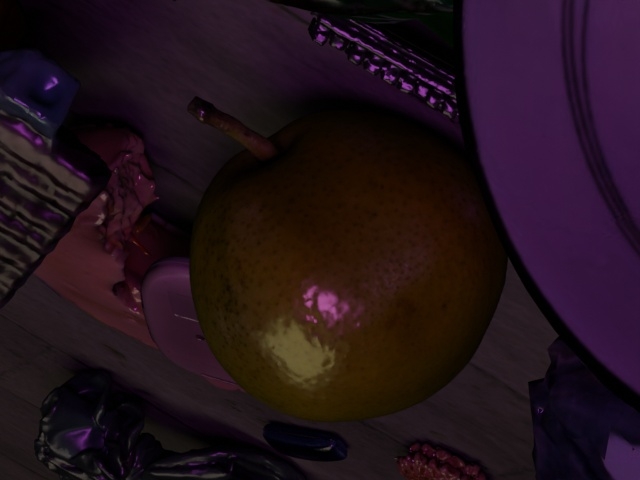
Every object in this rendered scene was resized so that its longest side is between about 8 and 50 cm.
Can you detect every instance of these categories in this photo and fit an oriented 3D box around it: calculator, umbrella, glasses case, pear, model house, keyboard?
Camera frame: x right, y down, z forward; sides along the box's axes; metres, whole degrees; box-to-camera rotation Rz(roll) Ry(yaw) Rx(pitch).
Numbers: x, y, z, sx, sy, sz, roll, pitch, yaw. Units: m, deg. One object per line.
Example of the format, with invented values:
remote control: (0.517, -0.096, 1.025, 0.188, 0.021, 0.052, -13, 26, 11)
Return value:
calculator: (-0.067, 0.060, 1.172, 0.103, 0.024, 0.166, 14, 150, 15)
umbrella: (-0.107, 0.236, 1.711, 0.349, 0.094, 0.143, 23, 151, 3)
glasses case: (-0.014, 0.181, 1.586, 0.083, 0.023, 0.033, 6, 148, 40)
pear: (0.003, -0.004, 1.005, 0.216, 0.180, 0.166, 57, -176, -17)
model house: (-0.266, -0.102, 1.026, 0.280, 0.230, 0.249, 31, 147, -20)
keyboard: (0.096, -0.062, 0.919, 0.231, 0.023, 0.072, 28, -168, -6)

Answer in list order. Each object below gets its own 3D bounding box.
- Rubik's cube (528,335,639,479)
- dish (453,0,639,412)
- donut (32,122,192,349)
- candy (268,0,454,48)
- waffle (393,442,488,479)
Rubik's cube: (0.295, 0.162, 0.726, 0.310, 0.305, 0.307, 2, 103, 43)
dish: (0.193, -0.077, 0.591, 0.316, 0.316, 0.106, 4, -176, 42)
donut: (-0.111, 0.007, 1.238, 0.233, 0.085, 0.199, 36, 154, -22)
candy: (0.047, -0.127, 0.805, 0.203, 0.078, 0.141, 17, 170, -13)
waffle: (0.100, 0.194, 1.492, 0.083, 0.029, 0.075, 27, 157, 4)
